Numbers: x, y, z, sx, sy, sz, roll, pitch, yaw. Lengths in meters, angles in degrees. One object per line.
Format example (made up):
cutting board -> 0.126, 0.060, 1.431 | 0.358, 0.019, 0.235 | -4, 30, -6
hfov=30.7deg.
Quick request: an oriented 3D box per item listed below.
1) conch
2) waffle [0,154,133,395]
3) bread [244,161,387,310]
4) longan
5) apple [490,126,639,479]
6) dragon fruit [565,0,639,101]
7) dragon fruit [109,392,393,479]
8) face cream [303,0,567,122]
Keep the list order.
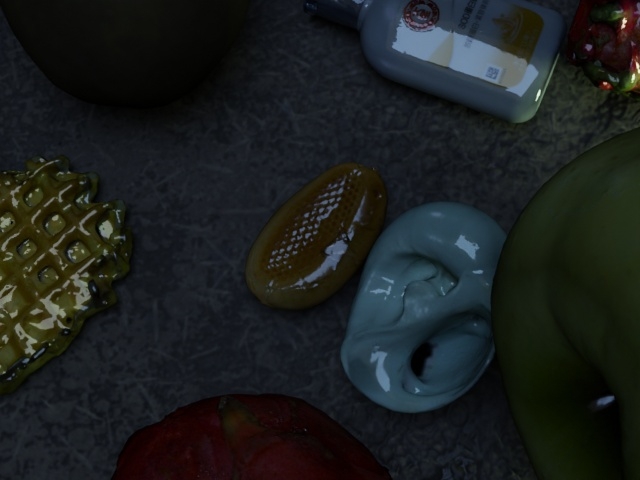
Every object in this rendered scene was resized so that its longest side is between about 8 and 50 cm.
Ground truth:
conch -> 0.117, 0.070, 1.186 | 0.185, 0.121, 0.221 | 42, 105, 47
waffle -> -0.341, 0.034, 1.276 | 0.262, 0.060, 0.280 | 2, 74, 5
bread -> 0.000, 0.000, 1.253 | 0.189, 0.077, 0.114 | -47, 55, -8
longan -> -0.210, -0.287, 1.256 | 0.297, 0.297, 0.297 | -1, 73, 4
apple -> 0.386, 0.098, 1.011 | 0.474, 0.473, 0.473 | -1, 73, 4
dragon fruit -> 0.356, -0.221, 1.242 | 0.172, 0.166, 0.160 | 20, 80, 8
dragon fruit -> -0.061, 0.285, 1.068 | 0.295, 0.295, 0.302 | -49, 47, -10
face cream -> 0.123, -0.238, 1.314 | 0.291, 0.071, 0.144 | 22, 76, 11
